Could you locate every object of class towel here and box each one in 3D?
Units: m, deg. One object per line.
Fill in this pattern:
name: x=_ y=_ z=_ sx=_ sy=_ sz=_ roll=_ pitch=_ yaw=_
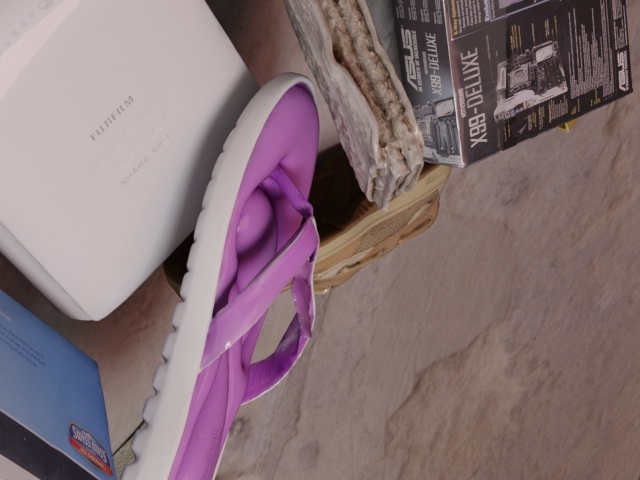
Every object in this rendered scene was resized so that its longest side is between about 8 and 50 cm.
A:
towel: x=0.008 y=-0.165 z=1.287 sx=0.049 sy=0.282 sz=0.187 roll=-22 pitch=172 yaw=-5

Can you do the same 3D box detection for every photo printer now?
photo printer: x=-0.185 y=-0.109 z=1.274 sx=0.256 sy=0.107 sz=0.307 roll=-47 pitch=142 yaw=-11

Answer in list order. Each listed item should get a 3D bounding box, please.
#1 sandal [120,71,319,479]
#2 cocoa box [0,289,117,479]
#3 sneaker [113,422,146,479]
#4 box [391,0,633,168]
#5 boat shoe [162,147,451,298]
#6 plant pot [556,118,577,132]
sandal: x=-0.052 y=0.072 z=1.334 sx=0.169 sy=0.102 sz=0.416 roll=19 pitch=88 yaw=-74
cocoa box: x=-0.322 y=0.151 z=1.164 sx=0.231 sy=0.228 sz=0.347 roll=-24 pitch=144 yaw=13
sneaker: x=-0.134 y=0.202 z=1.605 sx=0.152 sy=0.058 sz=0.084 roll=-46 pitch=137 yaw=-5
box: x=0.176 y=-0.248 z=1.521 sx=0.242 sy=0.076 sz=0.307 roll=-25 pitch=117 yaw=-34
boat shoe: x=0.000 y=0.000 z=1.548 sx=0.341 sy=0.122 sz=0.110 roll=-26 pitch=134 yaw=-34
plant pot: x=0.246 y=-0.179 z=1.718 sx=0.083 sy=0.081 sz=0.081 roll=-46 pitch=142 yaw=-20
